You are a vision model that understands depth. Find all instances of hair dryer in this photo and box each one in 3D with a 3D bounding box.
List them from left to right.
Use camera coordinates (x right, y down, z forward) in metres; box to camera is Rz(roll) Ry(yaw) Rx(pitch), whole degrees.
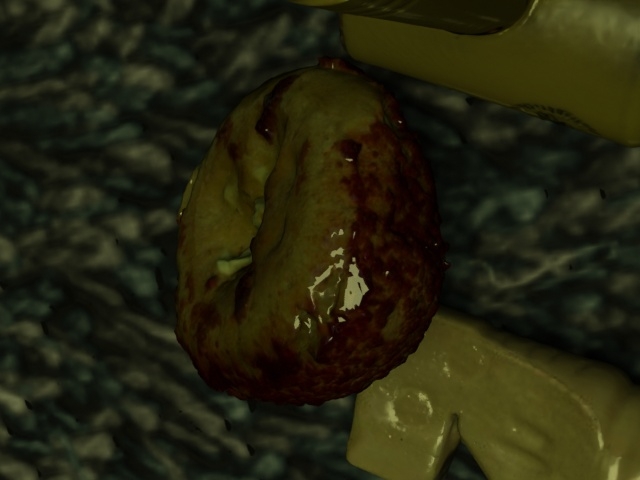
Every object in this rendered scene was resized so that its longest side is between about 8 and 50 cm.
[{"bbox_3d":[0.054,-0.085,0.476,0.135,0.278,0.090,22,102,16],"label":"hair dryer"}]

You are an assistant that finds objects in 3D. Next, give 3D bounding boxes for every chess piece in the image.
[{"bbox_3d":[0.106,0.088,0.625,0.200,0.090,0.090,20,106,18],"label":"chess piece"}]

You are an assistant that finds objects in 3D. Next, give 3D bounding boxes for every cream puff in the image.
[{"bbox_3d":[0.000,0.000,0.599,0.084,0.149,0.149,17,110,-34],"label":"cream puff"}]
